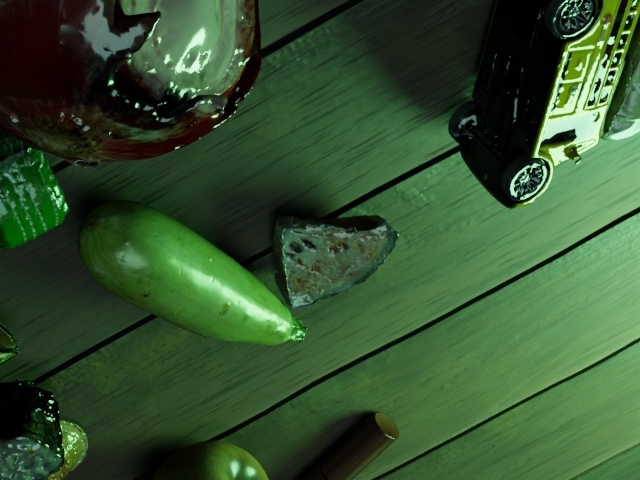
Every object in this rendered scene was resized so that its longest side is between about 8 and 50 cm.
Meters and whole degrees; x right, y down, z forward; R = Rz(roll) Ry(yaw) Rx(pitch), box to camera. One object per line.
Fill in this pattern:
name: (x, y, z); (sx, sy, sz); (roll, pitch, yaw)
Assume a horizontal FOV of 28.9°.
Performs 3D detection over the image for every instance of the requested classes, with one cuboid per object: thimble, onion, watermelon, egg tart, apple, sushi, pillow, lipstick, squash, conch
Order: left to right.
conch: (-0.430, 0.127, 1.525); (0.121, 0.074, 0.089); (3, 140, -19)
sushi: (-0.444, 0.265, 1.611); (0.225, 0.127, 0.124); (-24, 137, 12)
thimble: (-0.338, -0.062, 1.356); (0.090, 0.118, 0.130); (-26, 156, -15)
egg tart: (-0.384, 0.300, 1.724); (0.128, 0.049, 0.129); (-12, 133, -13)
onion: (-0.213, -0.221, 1.131); (0.341, 0.341, 0.341); (-11, 134, -12)
squash: (-0.156, 0.057, 1.548); (0.118, 0.118, 0.370); (-40, 137, 16)
apple: (-0.167, 0.391, 1.802); (0.174, 0.188, 0.188); (-35, 135, 26)
lipstick: (-0.014, 0.400, 1.960); (0.057, 0.057, 0.356); (28, 117, -38)
watermelon: (0.000, 0.000, 1.591); (0.187, 0.071, 0.139); (-34, 128, 22)
pillow: (0.432, -0.257, 1.487); (0.185, 0.075, 0.302); (-24, 140, -42)

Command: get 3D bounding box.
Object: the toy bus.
toy bus: (0.268, -0.203, 1.450); (0.151, 0.145, 0.331); (-12, 133, -26)
